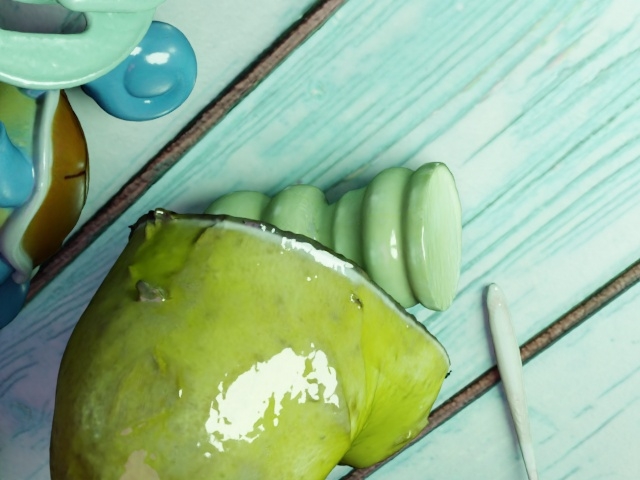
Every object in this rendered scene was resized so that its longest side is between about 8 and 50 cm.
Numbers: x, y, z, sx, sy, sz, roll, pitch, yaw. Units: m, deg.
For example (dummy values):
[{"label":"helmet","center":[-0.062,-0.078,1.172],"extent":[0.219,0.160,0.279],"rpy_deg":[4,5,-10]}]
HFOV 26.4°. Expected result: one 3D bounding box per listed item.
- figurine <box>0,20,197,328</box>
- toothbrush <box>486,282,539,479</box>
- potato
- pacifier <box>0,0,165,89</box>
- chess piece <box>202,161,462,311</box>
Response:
[{"label":"figurine","center":[-0.317,-0.080,1.320],"extent":[0.416,0.243,0.298],"rpy_deg":[-47,55,24]},{"label":"toothbrush","center":[0.208,0.181,1.422],"extent":[0.025,0.029,0.307],"rpy_deg":[-12,110,6]},{"label":"potato","center":[-0.081,0.175,1.250],"extent":[0.289,0.296,0.397],"rpy_deg":[1,150,31]},{"label":"pacifier","center":[-0.264,-0.298,1.207],"extent":[0.269,0.288,0.344],"rpy_deg":[-2,89,54]},{"label":"chess piece","center":[0.000,0.000,1.324],"extent":[0.251,0.144,0.144],"rpy_deg":[-2,115,21]}]
